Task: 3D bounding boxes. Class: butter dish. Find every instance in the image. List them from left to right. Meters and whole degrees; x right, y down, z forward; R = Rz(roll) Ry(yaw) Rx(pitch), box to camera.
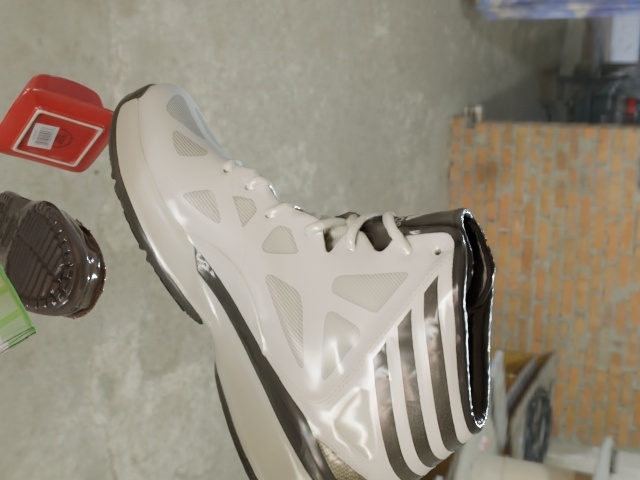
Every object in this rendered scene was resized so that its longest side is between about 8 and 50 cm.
[{"bbox_3d":[-0.406,-0.199,1.335,0.160,0.160,0.118,14,51,-36],"label":"butter dish"}]

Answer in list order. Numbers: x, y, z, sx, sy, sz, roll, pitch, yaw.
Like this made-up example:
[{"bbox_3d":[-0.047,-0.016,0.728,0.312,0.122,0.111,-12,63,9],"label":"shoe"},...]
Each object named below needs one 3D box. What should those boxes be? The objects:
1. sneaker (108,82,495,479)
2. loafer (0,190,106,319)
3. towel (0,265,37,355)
[{"bbox_3d":[0.001,0.001,0.765,0.447,0.257,0.169,62,16,18],"label":"sneaker"},{"bbox_3d":[-0.362,0.014,1.199,0.130,0.366,0.133,24,93,-36],"label":"loafer"},{"bbox_3d":[-0.371,0.084,0.853,0.113,0.152,0.023,56,-6,12],"label":"towel"}]
